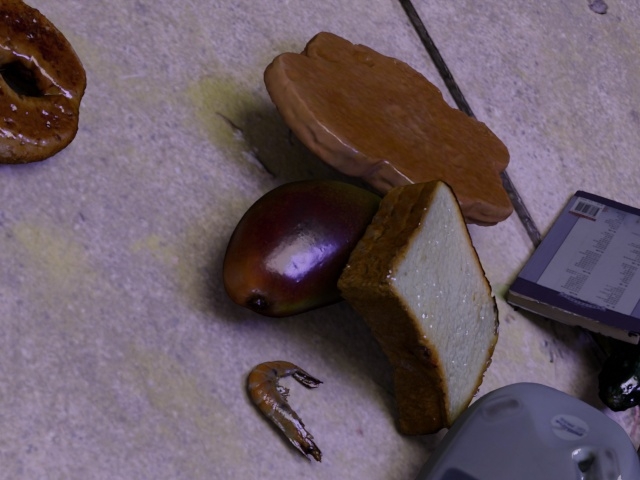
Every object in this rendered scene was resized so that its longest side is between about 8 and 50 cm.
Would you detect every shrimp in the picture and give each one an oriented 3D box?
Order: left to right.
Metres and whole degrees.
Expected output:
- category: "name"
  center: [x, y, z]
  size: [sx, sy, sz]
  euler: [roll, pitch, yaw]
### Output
- category: "shrimp"
  center: [-0.020, 0.162, 1.525]
  size: [0.083, 0.023, 0.114]
  euler: [-27, 75, -46]

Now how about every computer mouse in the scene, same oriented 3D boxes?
- category: "computer mouse"
  center: [0.174, 0.278, 1.489]
  size: [0.197, 0.095, 0.331]
  euler: [27, 60, 27]

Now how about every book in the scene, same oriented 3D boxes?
- category: "book"
  center: [0.333, 0.029, 1.818]
  size: [0.157, 0.026, 0.231]
  euler: [18, 40, 21]

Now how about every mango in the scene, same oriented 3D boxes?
- category: "mango"
  center: [0.000, 0.000, 1.589]
  size: [0.267, 0.111, 0.133]
  euler: [-19, 63, -49]

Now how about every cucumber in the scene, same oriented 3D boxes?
- category: "cucumber"
  center: [0.392, 0.110, 1.795]
  size: [0.072, 0.081, 0.303]
  euler: [23, 43, 23]

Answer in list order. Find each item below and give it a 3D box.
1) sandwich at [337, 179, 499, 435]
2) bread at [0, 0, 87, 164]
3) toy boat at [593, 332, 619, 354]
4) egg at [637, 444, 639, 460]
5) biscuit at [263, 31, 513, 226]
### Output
- category: "sandwich"
  center: [0.106, 0.064, 1.577]
  size: [0.214, 0.065, 0.186]
  euler: [63, 38, -34]
- category: "bread"
  center: [-0.313, -0.156, 1.507]
  size: [0.193, 0.064, 0.193]
  euler: [22, 51, -30]
- category: "toy boat"
  center: [0.369, 0.143, 1.820]
  size: [0.063, 0.016, 0.115]
  euler: [-20, 75, -44]
- category: "egg"
  center: [0.428, 0.288, 1.645]
  size: [0.176, 0.176, 0.232]
  euler: [1, 45, -35]
- category: "biscuit"
  center: [0.083, -0.123, 1.736]
  size: [0.376, 0.051, 0.269]
  euler: [8, 42, -46]
